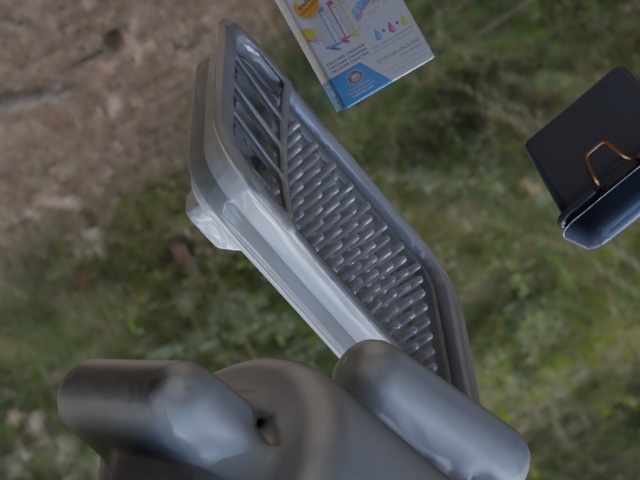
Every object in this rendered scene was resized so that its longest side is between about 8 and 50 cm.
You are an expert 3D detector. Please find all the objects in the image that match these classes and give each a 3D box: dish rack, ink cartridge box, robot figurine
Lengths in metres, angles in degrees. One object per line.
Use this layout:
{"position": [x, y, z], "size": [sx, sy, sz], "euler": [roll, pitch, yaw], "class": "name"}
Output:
{"position": [0.000, 0.000, 1.422], "size": [0.072, 0.333, 0.285], "euler": [-36, -157, 15], "class": "dish rack"}
{"position": [0.021, -0.196, 1.541], "size": [0.092, 0.143, 0.090], "euler": [-30, -175, -1], "class": "ink cartridge box"}
{"position": [0.004, 0.196, 0.889], "size": [0.199, 0.353, 0.300], "euler": [1, -127, 56], "class": "robot figurine"}

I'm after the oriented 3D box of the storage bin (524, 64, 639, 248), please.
{"position": [0.232, -0.073, 1.446], "size": [0.135, 0.091, 0.098], "euler": [-41, 152, 18], "class": "storage bin"}
